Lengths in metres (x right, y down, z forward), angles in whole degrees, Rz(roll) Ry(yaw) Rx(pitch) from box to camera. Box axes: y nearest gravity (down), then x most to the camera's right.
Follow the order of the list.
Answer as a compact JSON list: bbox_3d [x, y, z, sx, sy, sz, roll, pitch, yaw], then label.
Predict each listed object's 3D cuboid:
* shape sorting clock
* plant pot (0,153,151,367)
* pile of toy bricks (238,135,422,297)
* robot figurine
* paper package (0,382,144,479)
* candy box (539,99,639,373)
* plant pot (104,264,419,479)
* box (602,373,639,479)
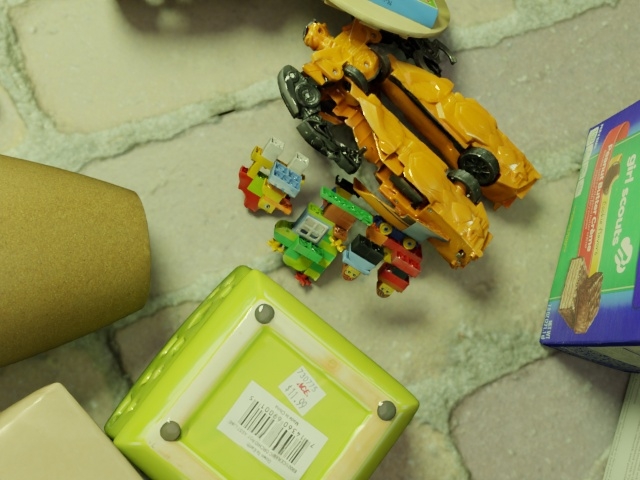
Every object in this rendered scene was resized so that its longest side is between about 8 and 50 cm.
[{"bbox_3d":[0.045,-0.279,0.918,0.206,0.206,0.040,29,123,-5],"label":"shape sorting clock"},{"bbox_3d":[-0.296,0.016,0.804,0.254,0.237,0.237,-5,84,-26],"label":"plant pot"},{"bbox_3d":[0.000,0.000,0.909,0.212,0.118,0.105,31,118,-15],"label":"pile of toy bricks"},{"bbox_3d":[0.085,-0.116,0.918,0.291,0.085,0.211,44,59,-2],"label":"robot figurine"},{"bbox_3d":[-0.255,0.332,0.685,0.325,0.168,0.309,-41,95,-32],"label":"paper package"},{"bbox_3d":[0.350,-0.010,0.843,0.122,0.317,0.268,17,81,-7],"label":"candy box"},{"bbox_3d":[-0.055,0.166,0.815,0.228,0.207,0.227,40,78,-3],"label":"plant pot"},{"bbox_3d":[0.418,0.239,0.925,0.181,0.119,0.181,20,81,-6],"label":"box"}]
